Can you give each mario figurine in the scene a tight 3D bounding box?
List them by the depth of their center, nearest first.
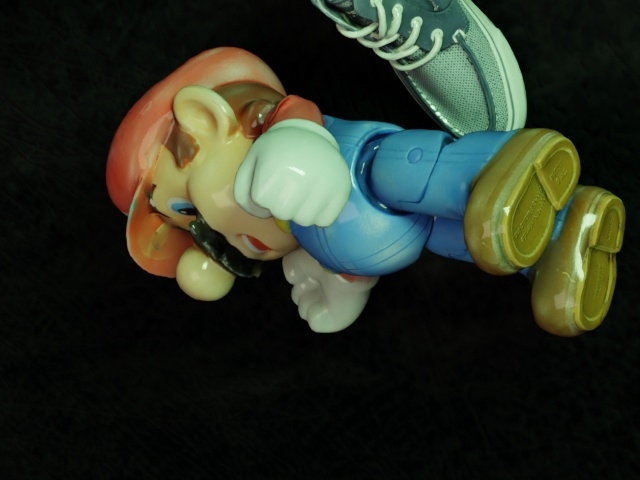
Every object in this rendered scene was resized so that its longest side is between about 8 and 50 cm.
[{"bbox_3d":[0.000,0.000,1.094,0.320,0.170,0.198,11,125,39],"label":"mario figurine"}]

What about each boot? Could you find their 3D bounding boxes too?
[{"bbox_3d":[0.039,-0.121,1.078,0.069,0.086,0.190,-29,97,38],"label":"boot"}]
